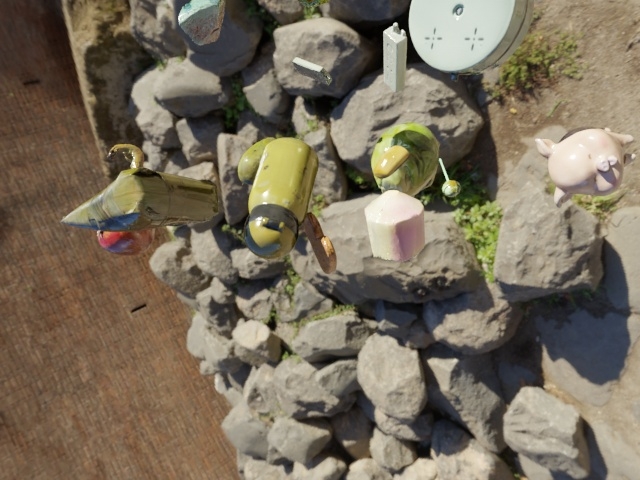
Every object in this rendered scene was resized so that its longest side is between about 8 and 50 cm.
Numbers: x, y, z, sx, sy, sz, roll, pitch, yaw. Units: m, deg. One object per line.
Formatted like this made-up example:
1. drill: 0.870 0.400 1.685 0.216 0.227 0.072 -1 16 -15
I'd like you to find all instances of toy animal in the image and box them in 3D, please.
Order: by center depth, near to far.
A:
1. toy animal: 0.831 -0.259 1.413 0.326 0.269 0.237 -67 -46 -73

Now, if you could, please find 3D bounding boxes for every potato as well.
1. potato: -0.258 -0.335 1.928 0.149 0.251 0.113 40 172 -19

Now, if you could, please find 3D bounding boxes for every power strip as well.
1. power strip: 0.446 -0.669 1.362 0.357 0.161 0.358 13 110 40
2. power strip: -0.030 -0.667 1.770 0.227 0.029 0.080 38 178 39
3. power strip: 0.316 -0.768 1.908 0.098 0.058 0.338 55 172 26

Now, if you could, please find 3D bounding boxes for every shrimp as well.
1. shrimp: -0.687 -0.274 1.597 0.034 0.124 0.178 -35 56 43

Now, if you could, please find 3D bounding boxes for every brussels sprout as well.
1. brussels sprout: 0.370 -0.329 1.899 0.268 0.344 0.344 -3 111 65

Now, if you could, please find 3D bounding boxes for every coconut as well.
1. coconut: 0.271 -0.066 1.666 0.233 0.233 0.245 24 128 52

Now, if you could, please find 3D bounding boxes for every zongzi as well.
1. zongzi: -0.419 -0.074 1.074 0.289 0.260 0.123 -17 80 33

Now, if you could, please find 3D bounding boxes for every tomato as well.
1. tomato: -0.556 -0.026 1.302 0.167 0.167 0.167 42 146 37

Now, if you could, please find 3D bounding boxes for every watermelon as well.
1. watermelon: -0.282 -0.584 1.156 0.081 0.180 0.094 18 162 21

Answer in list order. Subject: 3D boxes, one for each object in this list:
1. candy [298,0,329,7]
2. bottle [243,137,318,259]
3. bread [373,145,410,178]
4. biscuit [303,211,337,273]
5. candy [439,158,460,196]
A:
1. candy: 0.047 -0.602 0.877 0.091 0.083 0.305 41 107 12
2. bottle: -0.114 -0.106 1.230 0.171 0.351 0.172 8 143 6
3. bread: 0.199 -0.231 1.301 0.056 0.115 0.082 49 177 -18
4. biscuit: 0.001 0.000 1.284 0.186 0.036 0.192 96 152 -69
5. candy: 0.448 -0.229 1.597 0.061 0.061 0.203 95 175 -46
